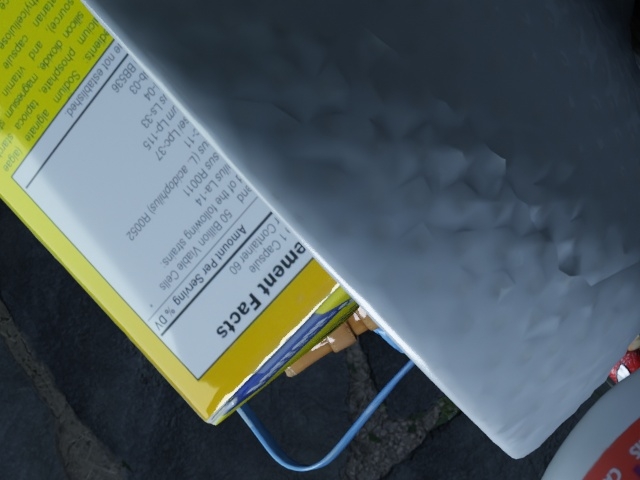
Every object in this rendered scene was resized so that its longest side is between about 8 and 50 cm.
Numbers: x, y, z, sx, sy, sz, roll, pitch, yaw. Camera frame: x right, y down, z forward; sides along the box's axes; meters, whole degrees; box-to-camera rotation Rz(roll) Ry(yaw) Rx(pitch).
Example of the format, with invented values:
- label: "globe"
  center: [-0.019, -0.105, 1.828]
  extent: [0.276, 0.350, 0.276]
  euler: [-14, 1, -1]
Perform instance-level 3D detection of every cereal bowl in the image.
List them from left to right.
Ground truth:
- label: "cereal bowl"
  center: [0.005, -0.094, 0.639]
  extent: [0.339, 0.141, 0.339]
  euler: [49, 180, -1]

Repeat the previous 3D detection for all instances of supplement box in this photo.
- label: "supplement box"
  center: [-0.085, -0.109, 1.069]
  extent: [0.356, 0.194, 0.195]
  euler: [47, -146, 5]

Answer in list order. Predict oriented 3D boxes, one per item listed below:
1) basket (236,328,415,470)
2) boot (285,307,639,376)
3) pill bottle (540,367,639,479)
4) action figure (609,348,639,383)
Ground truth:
- label: "basket"
  center: [0.000, 0.000, 1.441]
  extent: [0.255, 0.289, 0.201]
  euler: [45, -168, 12]
- label: "boot"
  center: [0.062, 0.022, 1.263]
  extent: [0.283, 0.220, 0.109]
  euler: [49, 174, 13]
- label: "pill bottle"
  center: [0.224, 0.183, 0.686]
  extent: [0.181, 0.181, 0.323]
  euler: [48, -179, -40]
- label: "action figure"
  center: [0.299, 0.211, 1.457]
  extent: [0.280, 0.139, 0.091]
  euler: [51, 179, -4]
